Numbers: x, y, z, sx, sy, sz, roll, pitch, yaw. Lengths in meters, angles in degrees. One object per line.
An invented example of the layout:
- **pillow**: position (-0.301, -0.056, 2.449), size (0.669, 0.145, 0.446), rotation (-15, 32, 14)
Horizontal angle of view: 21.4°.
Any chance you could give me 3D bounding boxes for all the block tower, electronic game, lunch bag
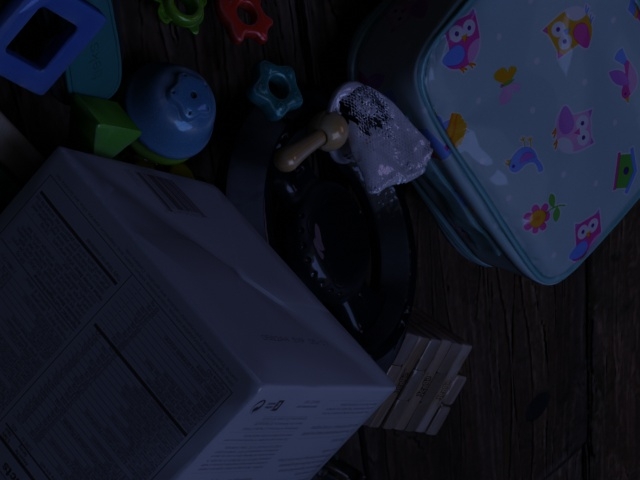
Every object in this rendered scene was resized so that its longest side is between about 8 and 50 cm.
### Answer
- **block tower**: position (-0.009, 0.084, 1.340), size (0.335, 0.097, 0.091), rotation (14, 107, -54)
- **electronic game**: position (0.000, 0.000, 1.235), size (0.229, 0.048, 0.229), rotation (22, 62, -50)
- **lunch bag**: position (0.147, -0.113, 1.302), size (0.224, 0.108, 0.279), rotation (-48, 127, -14)

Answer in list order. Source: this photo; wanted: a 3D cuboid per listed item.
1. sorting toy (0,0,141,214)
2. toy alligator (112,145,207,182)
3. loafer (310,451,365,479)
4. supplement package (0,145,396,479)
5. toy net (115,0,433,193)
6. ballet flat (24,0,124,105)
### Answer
- **sorting toy**: position (-0.247, -0.004, 0.981), size (0.347, 0.047, 0.196), rotation (-39, 148, -2)
- **toy alligator**: position (-0.112, -0.042, 1.165), size (0.189, 0.056, 0.051), rotation (0, 74, -56)
- **loafer**: position (-0.040, 0.169, 1.373), size (0.267, 0.096, 0.084), rotation (21, 95, -51)
- **supplement package**: position (-0.136, 0.112, 1.051), size (0.263, 0.198, 0.199), rotation (-48, 158, 13)
- **toy net**: position (-0.027, -0.096, 1.157), size (0.232, 0.045, 0.122), rotation (14, 65, -32)
- **ballet flat**: position (-0.150, -0.168, 0.996), size (0.074, 0.074, 0.203), rotation (-30, 147, -31)
